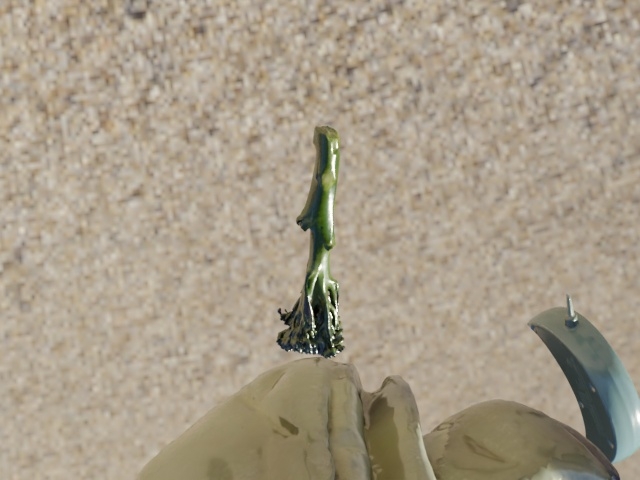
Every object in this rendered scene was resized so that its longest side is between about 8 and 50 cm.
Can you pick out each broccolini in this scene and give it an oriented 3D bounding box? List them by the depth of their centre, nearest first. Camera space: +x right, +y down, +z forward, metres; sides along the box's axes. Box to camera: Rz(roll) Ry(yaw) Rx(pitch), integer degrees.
[{"bbox_3d":[0.003,0.000,1.245,0.058,0.216,0.067,-18,-148,-42],"label":"broccolini"}]

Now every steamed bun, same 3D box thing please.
[{"bbox_3d":[0.086,0.209,0.939,0.237,0.394,0.346,-47,-164,0],"label":"steamed bun"}]

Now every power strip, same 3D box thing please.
[{"bbox_3d":[0.296,0.153,1.588,0.044,0.216,0.137,-27,-166,-14],"label":"power strip"}]
